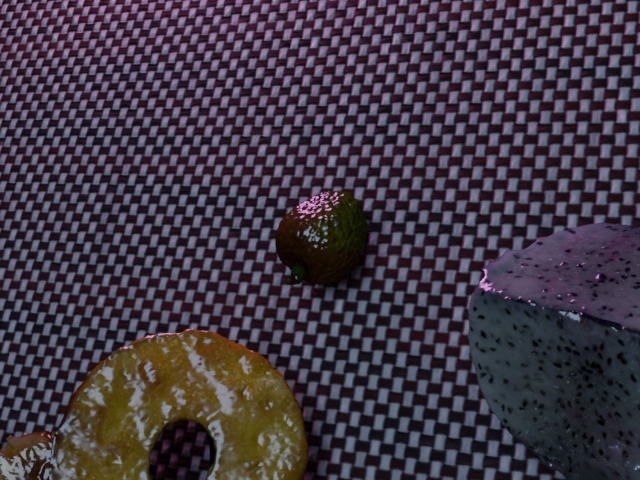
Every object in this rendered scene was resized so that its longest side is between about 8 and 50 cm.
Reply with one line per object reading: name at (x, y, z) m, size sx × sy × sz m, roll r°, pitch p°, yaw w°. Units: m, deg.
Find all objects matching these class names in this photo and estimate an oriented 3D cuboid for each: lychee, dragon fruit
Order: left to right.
lychee at (0.000, 0.000, 1.293) m, size 0.114 × 0.114 × 0.146 m, roll 22°, pitch 64°, yaw 29°
dragon fruit at (0.318, 0.117, 1.069) m, size 0.283 × 0.204 × 0.221 m, roll 15°, pitch 36°, yaw 37°

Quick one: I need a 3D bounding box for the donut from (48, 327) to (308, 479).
donut at (-0.163, 0.260, 1.208) m, size 0.302 × 0.110 × 0.303 m, roll 2°, pitch 70°, yaw -6°

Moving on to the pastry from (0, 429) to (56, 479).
pastry at (-0.317, 0.325, 1.273) m, size 0.192 × 0.093 × 0.182 m, roll 0°, pitch 69°, yaw -9°
